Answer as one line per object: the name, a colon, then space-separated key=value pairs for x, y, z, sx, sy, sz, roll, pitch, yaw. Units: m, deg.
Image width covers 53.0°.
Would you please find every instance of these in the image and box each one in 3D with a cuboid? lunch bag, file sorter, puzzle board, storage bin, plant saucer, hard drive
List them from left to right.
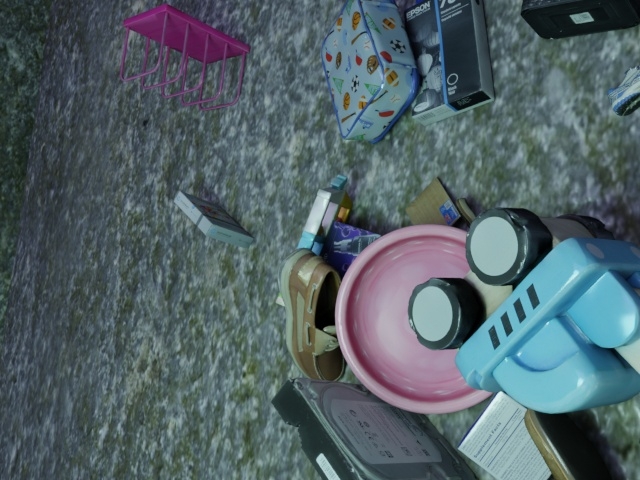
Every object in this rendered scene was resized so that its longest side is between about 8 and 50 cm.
file sorter: x=-0.379 y=-0.491 z=1.783 sx=0.202 sy=0.291 sz=0.182 roll=1 pitch=81 yaw=42
lunch bag: x=0.097 y=-0.380 z=1.415 sx=0.243 sy=0.115 sz=0.303 roll=128 pitch=138 yaw=-54
hard drive: x=0.101 y=0.340 z=1.080 sx=0.064 sy=0.339 sz=0.237 roll=-54 pitch=49 yaw=13
plant saucer: x=0.195 y=0.137 z=1.151 sx=0.332 sy=0.084 sz=0.332 roll=0 pitch=88 yaw=11
puzzle board: x=0.225 y=-0.055 z=1.288 sx=0.096 sy=0.011 sz=0.128 roll=-47 pitch=38 yaw=24
storage bin: x=0.460 y=-0.427 z=1.128 sx=0.180 sy=0.122 sz=0.084 roll=6 pitch=82 yaw=43

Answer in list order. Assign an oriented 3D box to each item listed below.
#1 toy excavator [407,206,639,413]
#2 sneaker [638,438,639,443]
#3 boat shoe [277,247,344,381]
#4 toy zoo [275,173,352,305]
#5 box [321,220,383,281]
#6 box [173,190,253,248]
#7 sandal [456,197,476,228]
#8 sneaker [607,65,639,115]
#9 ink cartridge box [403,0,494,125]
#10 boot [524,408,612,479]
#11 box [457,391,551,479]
toy excavator: x=0.383 y=0.128 z=0.808 sx=0.433 sy=0.222 sz=0.445 roll=-57 pitch=47 yaw=34
sneaker: x=0.501 y=0.322 z=0.937 sx=0.083 sy=0.031 sz=0.035 roll=37 pitch=103 yaw=41
boat shoe: x=0.003 y=0.170 z=1.273 sx=0.116 sy=0.123 sz=0.324 roll=19 pitch=135 yaw=41
toy zoo: x=0.000 y=0.000 z=1.373 sx=0.030 sy=0.192 sz=0.293 roll=22 pitch=92 yaw=16
box: x=0.104 y=0.061 z=1.314 sx=0.207 sy=0.108 sz=0.153 roll=18 pitch=90 yaw=43
box: x=-0.278 y=-0.053 z=1.661 sx=0.186 sy=0.145 sz=0.038 roll=39 pitch=102 yaw=42
sandal: x=0.309 y=-0.015 z=1.191 sx=0.049 sy=0.072 sz=0.180 roll=-27 pitch=54 yaw=8
sneaker: x=0.537 y=-0.273 z=1.066 sx=0.135 sy=0.052 sz=0.058 roll=-40 pitch=51 yaw=26
ink cartridge box: x=0.262 y=-0.422 z=1.346 sx=0.165 sy=0.065 sz=0.332 roll=-17 pitch=66 yaw=38
boot: x=0.374 y=0.381 z=0.940 sx=0.115 sy=0.112 sz=0.305 roll=-39 pitch=78 yaw=39
box: x=0.318 y=0.324 z=1.043 sx=0.137 sy=0.072 sz=0.126 roll=35 pitch=102 yaw=17
